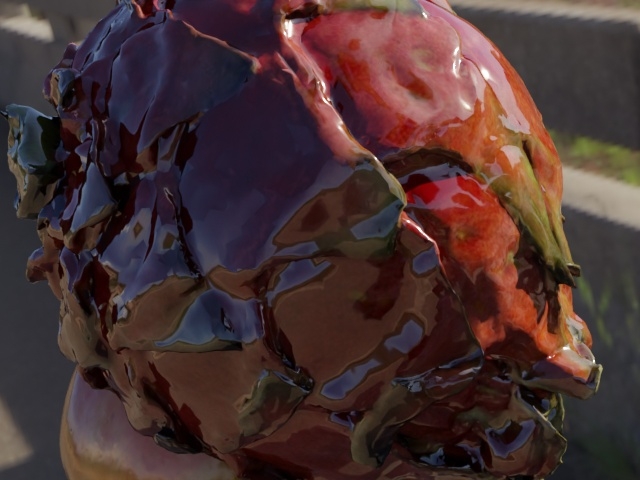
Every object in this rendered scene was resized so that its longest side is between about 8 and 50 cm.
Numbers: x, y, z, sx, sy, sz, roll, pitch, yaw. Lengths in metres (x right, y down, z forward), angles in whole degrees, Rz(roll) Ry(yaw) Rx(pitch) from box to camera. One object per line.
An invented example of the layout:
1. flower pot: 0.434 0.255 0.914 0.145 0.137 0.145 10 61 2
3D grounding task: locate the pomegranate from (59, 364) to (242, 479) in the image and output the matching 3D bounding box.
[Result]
1. pomegranate: -0.049 0.113 0.933 0.209 0.209 0.209 -14 14 4

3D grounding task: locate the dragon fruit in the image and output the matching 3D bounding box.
1. dragon fruit: 0.000 0.000 0.744 0.244 0.299 0.244 -43 2 2
